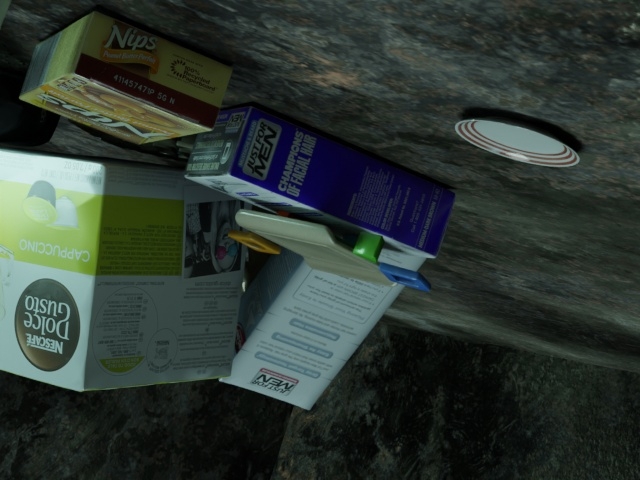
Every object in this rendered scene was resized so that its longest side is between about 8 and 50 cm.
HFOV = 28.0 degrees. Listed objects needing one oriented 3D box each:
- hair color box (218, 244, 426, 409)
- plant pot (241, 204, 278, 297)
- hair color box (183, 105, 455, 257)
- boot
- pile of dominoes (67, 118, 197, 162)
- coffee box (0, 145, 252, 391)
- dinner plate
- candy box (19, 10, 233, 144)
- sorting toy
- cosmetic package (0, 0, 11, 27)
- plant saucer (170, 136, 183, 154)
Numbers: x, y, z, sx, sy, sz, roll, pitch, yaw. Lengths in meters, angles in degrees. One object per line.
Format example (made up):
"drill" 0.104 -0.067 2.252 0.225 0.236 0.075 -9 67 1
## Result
"hair color box" -0.006 0.095 2.123 0.185 0.374 0.113 22 -152 -26
"plant pot" -0.144 0.033 2.345 0.334 0.334 0.305 23 159 -33
"hair color box" -0.002 -0.079 1.826 0.339 0.110 0.185 20 174 -24
"boot" -0.614 -0.225 1.838 0.367 0.146 0.445 4 -178 9
"pile of dominoes" -0.244 -0.159 2.009 0.251 0.040 0.196 14 175 10
"coffee box" -0.353 0.038 2.018 0.337 0.334 0.338 9 -175 35
"dinner plate" 0.218 -0.112 1.414 0.141 0.017 0.141 18 173 2
"candy box" -0.255 -0.198 1.630 0.183 0.087 0.316 21 172 -23
"sorting toy" 0.000 0.000 1.831 0.348 0.047 0.196 12 166 39
"cosmetic package" -0.462 -0.276 1.267 0.230 0.161 0.453 19 173 -5
"plant saucer" -0.240 -0.167 2.093 0.067 0.018 0.192 17 173 10
